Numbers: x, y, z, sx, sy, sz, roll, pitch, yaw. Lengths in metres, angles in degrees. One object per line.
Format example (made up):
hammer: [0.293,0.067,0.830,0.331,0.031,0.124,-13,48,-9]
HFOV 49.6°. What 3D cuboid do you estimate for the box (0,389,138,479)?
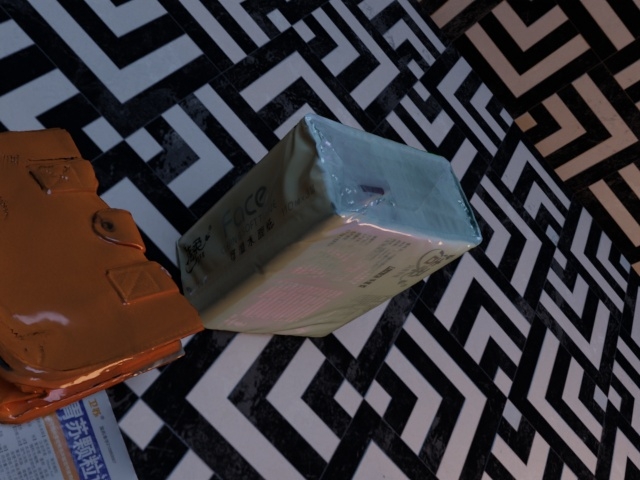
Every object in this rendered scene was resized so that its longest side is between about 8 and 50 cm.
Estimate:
box: [-0.381,0.317,0.836,0.299,0.106,0.200,-12,74,-48]

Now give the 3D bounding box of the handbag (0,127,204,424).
handbag: [-0.380,0.023,0.936,0.303,0.116,0.410,-19,63,-49]

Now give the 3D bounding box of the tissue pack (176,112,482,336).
tissue pack: [0.000,0.000,1.170,0.331,0.405,0.205,8,56,-40]
